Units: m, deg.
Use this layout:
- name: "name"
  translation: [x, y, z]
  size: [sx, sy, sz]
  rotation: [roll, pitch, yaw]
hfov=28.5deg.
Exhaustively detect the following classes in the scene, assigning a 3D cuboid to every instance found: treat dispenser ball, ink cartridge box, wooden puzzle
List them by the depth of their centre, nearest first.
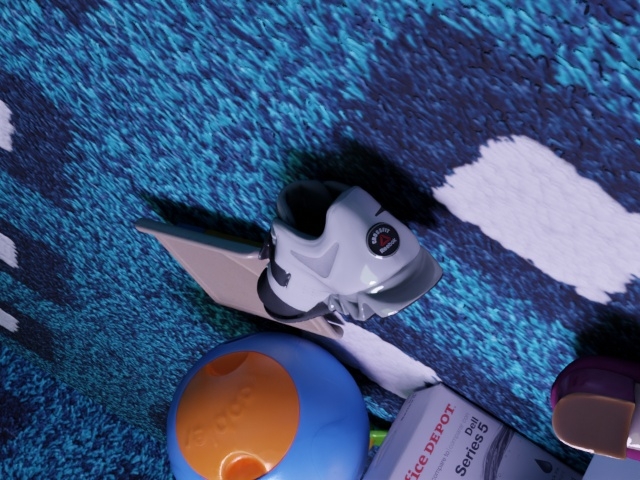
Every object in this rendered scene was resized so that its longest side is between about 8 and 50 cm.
- name: "wooden puzzle"
  translation: [-0.101, 0.044, 1.650]
  size: [0.221, 0.044, 0.238]
  rotation: [14, 159, 38]
- name: "ink cartridge box"
  translation: [0.207, 0.349, 1.695]
  size: [0.273, 0.198, 0.115]
  rotation: [33, 159, -6]
- name: "treat dispenser ball"
  translation: [-0.073, 0.273, 1.783]
  size: [0.288, 0.288, 0.288]
  rotation: [27, 160, 11]

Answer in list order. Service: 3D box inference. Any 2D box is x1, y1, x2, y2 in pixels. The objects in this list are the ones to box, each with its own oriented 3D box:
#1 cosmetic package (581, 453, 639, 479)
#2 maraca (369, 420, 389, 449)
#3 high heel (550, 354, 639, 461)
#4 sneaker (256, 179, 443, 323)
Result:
- name: "cosmetic package"
  translation: [0.386, 0.379, 1.471]
  size: [0.138, 0.224, 0.224]
  rotation: [9, 151, 47]
- name: "maraca"
  translation: [0.039, 0.308, 1.998]
  size: [0.186, 0.099, 0.127]
  rotation: [5, 166, -4]
- name: "high heel"
  translation: [0.414, 0.193, 1.240]
  size: [0.377, 0.127, 0.181]
  rotation: [19, -168, 12]
- name: "sneaker"
  translation: [0.000, 0.000, 1.320]
  size: [0.146, 0.122, 0.330]
  rotation: [55, 156, -10]
